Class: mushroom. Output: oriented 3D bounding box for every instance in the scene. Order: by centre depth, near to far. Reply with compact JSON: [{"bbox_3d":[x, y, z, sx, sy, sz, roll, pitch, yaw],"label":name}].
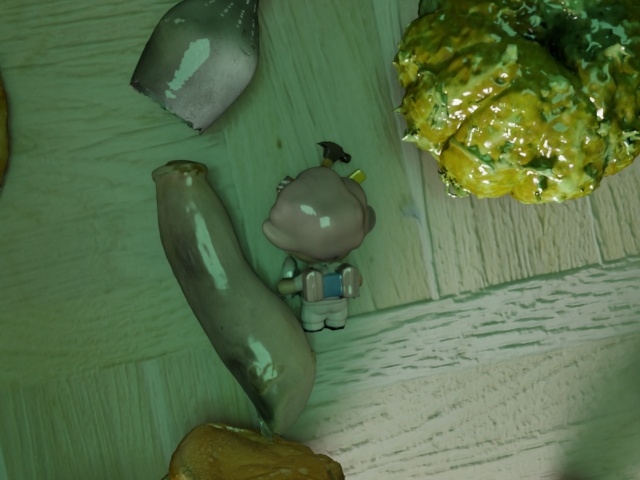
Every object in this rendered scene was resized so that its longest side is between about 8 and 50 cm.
[{"bbox_3d":[-0.108,0.064,0.896,0.109,0.097,0.351,-30,88,38],"label":"mushroom"}]

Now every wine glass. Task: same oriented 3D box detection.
[{"bbox_3d":[-0.112,-0.247,0.872,0.126,0.126,0.241,33,90,-2],"label":"wine glass"}]

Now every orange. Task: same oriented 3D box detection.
[{"bbox_3d":[0.230,-0.190,0.834,0.301,0.223,0.300,8,87,-1],"label":"orange"}]

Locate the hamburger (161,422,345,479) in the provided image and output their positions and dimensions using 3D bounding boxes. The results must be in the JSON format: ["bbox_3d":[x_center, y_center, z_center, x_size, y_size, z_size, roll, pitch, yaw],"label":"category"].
[{"bbox_3d":[-0.076,0.286,0.859,0.214,0.214,0.108,9,95,-2],"label":"hamburger"}]

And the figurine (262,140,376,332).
[{"bbox_3d":[0.000,0.000,0.895,0.137,0.112,0.228,-3,102,-6],"label":"figurine"}]

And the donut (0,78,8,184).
[{"bbox_3d":[-0.561,-0.148,0.846,0.378,0.163,0.434,9,91,-3],"label":"donut"}]
